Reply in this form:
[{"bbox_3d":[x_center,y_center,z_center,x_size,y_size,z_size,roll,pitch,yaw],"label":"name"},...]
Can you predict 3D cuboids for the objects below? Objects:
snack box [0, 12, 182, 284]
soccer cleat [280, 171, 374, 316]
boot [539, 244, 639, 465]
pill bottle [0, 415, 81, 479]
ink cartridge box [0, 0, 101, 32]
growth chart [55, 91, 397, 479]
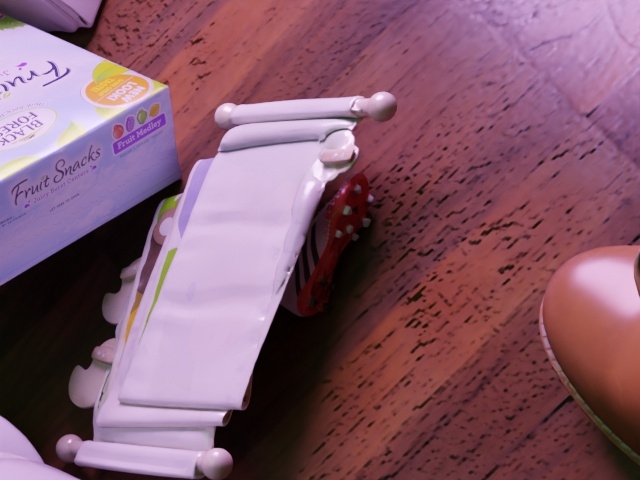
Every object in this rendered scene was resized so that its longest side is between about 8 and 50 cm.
[{"bbox_3d":[-0.213,-0.058,1.025,0.207,0.070,0.174,26,46,36],"label":"snack box"},{"bbox_3d":[0.000,0.000,0.937,0.035,0.029,0.083,18,84,35],"label":"soccer cleat"},{"bbox_3d":[0.154,0.054,0.678,0.109,0.220,0.283,-48,50,6],"label":"boot"},{"bbox_3d":[-0.267,0.160,0.929,0.361,0.204,0.204,14,77,38],"label":"pill bottle"},{"bbox_3d":[-0.200,-0.265,1.156,0.172,0.100,0.237,7,72,37],"label":"ink cartridge box"},{"bbox_3d":[-0.060,0.022,0.953,0.172,0.021,0.237,10,73,53],"label":"growth chart"}]
